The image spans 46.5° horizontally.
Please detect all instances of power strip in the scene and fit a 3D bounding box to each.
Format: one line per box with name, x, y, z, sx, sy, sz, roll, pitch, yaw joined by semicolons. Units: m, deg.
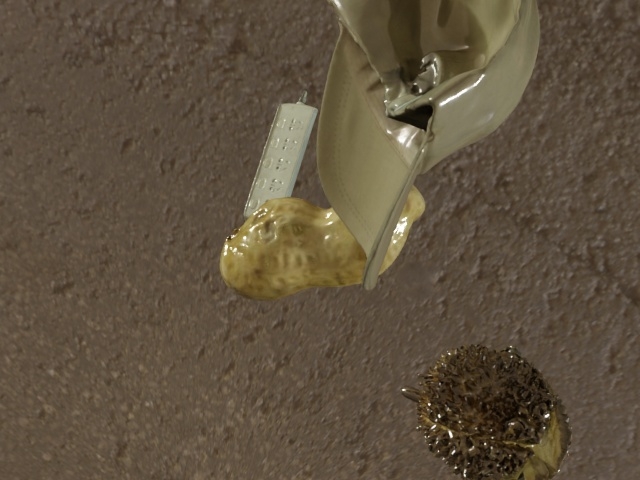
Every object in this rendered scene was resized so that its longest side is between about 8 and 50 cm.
power strip;-0.058;-0.130;1.160;0.060;0.027;0.253;9;70;19

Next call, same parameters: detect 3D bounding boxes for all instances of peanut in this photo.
peanut;0.000;0.000;0.768;0.229;0.103;0.098;-15;49;16

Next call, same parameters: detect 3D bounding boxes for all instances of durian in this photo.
durian;0.175;0.198;0.830;0.196;0.196;0.167;33;59;7

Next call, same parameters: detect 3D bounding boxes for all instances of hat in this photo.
hat;0.068;-0.069;0.466;0.144;0.173;0.166;-18;43;-4
